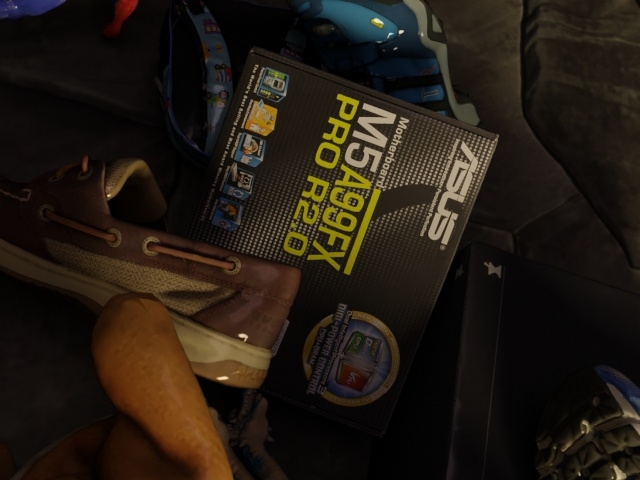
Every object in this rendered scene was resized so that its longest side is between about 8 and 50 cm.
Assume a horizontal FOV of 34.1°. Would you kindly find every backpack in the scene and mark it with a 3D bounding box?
[{"bbox_3d":[-0.076,-0.133,0.976,0.158,0.117,0.173,5,65,-18],"label":"backpack"}]

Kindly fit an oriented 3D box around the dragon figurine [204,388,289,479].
[{"bbox_3d":[-0.032,0.256,0.834,0.085,0.144,0.289,-18,103,-26],"label":"dragon figurine"}]

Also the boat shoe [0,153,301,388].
[{"bbox_3d":[-0.167,-0.009,0.825,0.342,0.123,0.123,26,92,24],"label":"boat shoe"}]

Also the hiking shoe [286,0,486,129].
[{"bbox_3d":[0.063,-0.130,0.956,0.304,0.113,0.132,45,55,-41],"label":"hiking shoe"}]

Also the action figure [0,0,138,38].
[{"bbox_3d":[-0.240,-0.237,0.990,0.280,0.139,0.091,-19,77,-3],"label":"action figure"}]

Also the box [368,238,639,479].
[{"bbox_3d":[0.212,0.220,0.889,0.312,0.179,0.343,18,62,-13],"label":"box"}]

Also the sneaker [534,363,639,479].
[{"bbox_3d":[0.286,0.226,0.757,0.147,0.130,0.330,-32,84,-43],"label":"sneaker"}]

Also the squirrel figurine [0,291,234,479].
[{"bbox_3d":[-0.215,0.290,0.657,0.370,0.281,0.397,-20,70,-19],"label":"squirrel figurine"}]

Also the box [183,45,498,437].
[{"bbox_3d":[0.000,0.000,0.877,0.216,0.060,0.270,21,98,2],"label":"box"}]
